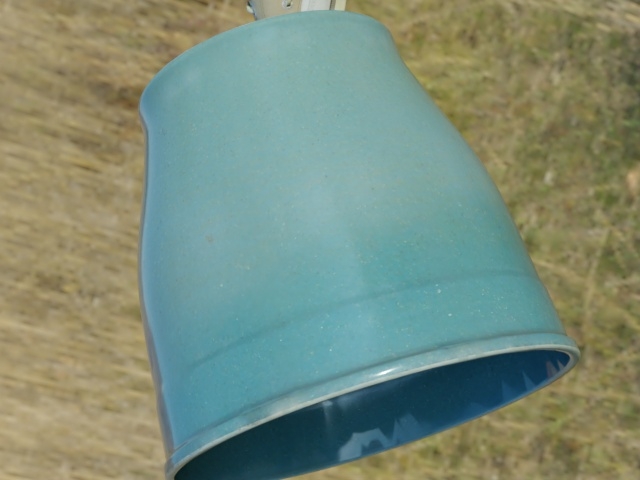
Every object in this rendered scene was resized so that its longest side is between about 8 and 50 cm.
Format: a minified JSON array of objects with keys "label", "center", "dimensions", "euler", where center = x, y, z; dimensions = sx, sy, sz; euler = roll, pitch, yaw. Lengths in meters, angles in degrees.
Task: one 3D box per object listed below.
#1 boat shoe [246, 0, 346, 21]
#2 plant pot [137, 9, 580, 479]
[{"label":"boat shoe","center":[-0.023,-0.244,1.370],"dimensions":[0.113,0.103,0.302],"euler":[-96,21,-70]},{"label":"plant pot","center":[0.000,0.000,0.943],"dimensions":[0.271,0.271,0.255],"euler":[-38,63,51]}]
